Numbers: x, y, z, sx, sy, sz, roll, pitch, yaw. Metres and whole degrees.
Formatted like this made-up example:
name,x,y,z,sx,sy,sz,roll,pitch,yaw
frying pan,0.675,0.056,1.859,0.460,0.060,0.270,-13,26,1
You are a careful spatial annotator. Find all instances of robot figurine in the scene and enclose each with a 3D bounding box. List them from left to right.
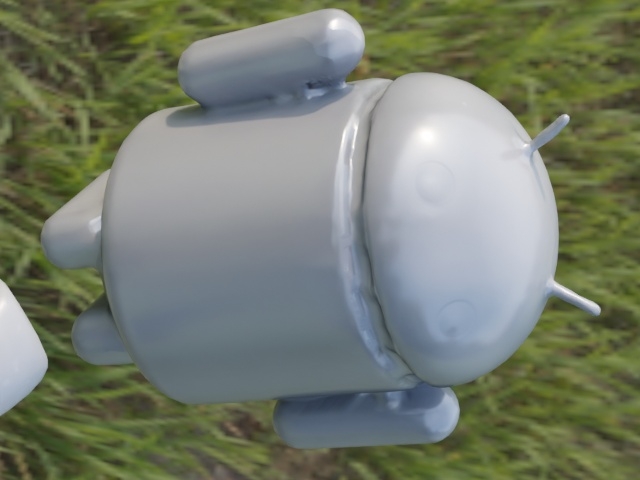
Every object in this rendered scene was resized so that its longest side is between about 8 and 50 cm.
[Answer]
name,x,y,z,sx,sy,sz,roll,pitch,yaw
robot figurine,0.000,0.000,1.227,0.200,0.353,0.300,-55,134,-56

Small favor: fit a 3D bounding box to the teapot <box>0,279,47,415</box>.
name,x,y,z,sx,sy,sz,roll,pitch,yaw
teapot,-0.161,0.142,0.427,0.252,0.187,0.256,2,81,-74
